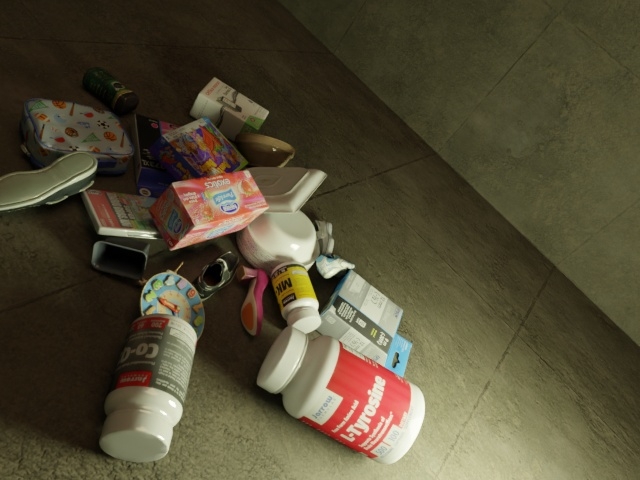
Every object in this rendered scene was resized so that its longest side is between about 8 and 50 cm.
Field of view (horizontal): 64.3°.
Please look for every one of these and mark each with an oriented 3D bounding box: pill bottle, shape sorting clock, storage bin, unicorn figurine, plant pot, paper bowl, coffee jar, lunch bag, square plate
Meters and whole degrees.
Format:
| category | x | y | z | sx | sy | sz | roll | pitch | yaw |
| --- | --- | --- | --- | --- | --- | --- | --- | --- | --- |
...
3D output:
| category | x | y | z | sx | sy | sz | roll | pitch | yaw |
| --- | --- | --- | --- | --- | --- | --- | --- | --- | --- |
| pill bottle | -0.075 | 0.178 | 1.580 | 0.119 | 0.119 | 0.208 | 9 | 43 | -36 |
| shape sorting clock | -0.379 | 0.180 | 1.322 | 0.206 | 0.040 | 0.206 | 32 | 47 | -42 |
| pill bottle | 0.050 | 0.398 | 1.348 | 0.408 | 0.229 | 0.229 | 31 | 35 | -10 |
| storage bin | -0.522 | 0.041 | 1.356 | 0.135 | 0.098 | 0.091 | 15 | 21 | -7 |
| unicorn figurine | -0.433 | 0.130 | 1.372 | 0.111 | 0.060 | 0.162 | 18 | 53 | -42 |
| plant pot | -0.226 | -0.327 | 1.982 | 0.237 | 0.237 | 0.109 | 16 | 84 | -30 |
| pill bottle | -0.373 | 0.315 | 1.115 | 0.161 | 0.161 | 0.283 | 24 | 37 | -21 |
| paper bowl | -0.130 | -0.015 | 1.728 | 0.284 | 0.148 | 0.284 | 25 | 36 | -20 |
| coffee jar | -0.743 | -0.530 | 1.812 | 0.184 | 0.079 | 0.096 | 39 | 32 | 1 |
| lunch bag | -0.735 | -0.302 | 1.534 | 0.303 | 0.115 | 0.243 | -6 | 56 | -47 |
| square plate | -0.189 | -0.189 | 1.779 | 0.347 | 0.049 | 0.344 | 3 | 29 | 19 |

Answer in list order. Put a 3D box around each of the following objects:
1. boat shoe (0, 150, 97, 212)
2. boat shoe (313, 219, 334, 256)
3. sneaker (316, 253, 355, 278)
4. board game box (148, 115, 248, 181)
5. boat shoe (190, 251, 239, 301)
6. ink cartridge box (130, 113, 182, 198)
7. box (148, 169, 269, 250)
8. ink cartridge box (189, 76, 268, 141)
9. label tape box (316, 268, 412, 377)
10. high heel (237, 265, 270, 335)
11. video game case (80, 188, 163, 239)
| category | x | y | z | sx | sy | sz | roll | pitch | yaw |
| --- | --- | --- | --- | --- | --- | --- | --- | --- | --- |
| boat shoe | -0.736 | -0.138 | 1.357 | 0.302 | 0.091 | 0.114 | -29 | 72 | -34 |
| boat shoe | 0.000 | 0.000 | 1.902 | 0.076 | 0.083 | 0.226 | 16 | 27 | -11 |
| sneaker | 0.057 | 0.086 | 1.788 | 0.086 | 0.085 | 0.237 | 63 | 18 | 14 |
| board game box | -0.405 | -0.287 | 1.756 | 0.233 | 0.078 | 0.347 | 47 | 24 | -10 |
| boat shoe | -0.301 | 0.093 | 1.510 | 0.084 | 0.079 | 0.233 | 39 | 32 | 0 |
| ink cartridge box | -0.538 | -0.274 | 1.727 | 0.176 | 0.069 | 0.371 | 10 | 46 | -35 |
| box | -0.323 | -0.094 | 1.498 | 0.300 | 0.154 | 0.142 | -21 | 79 | -52 |
| ink cartridge box | -0.375 | -0.530 | 2.114 | 0.273 | 0.115 | 0.198 | 30 | 35 | -12 |
| label tape box | 0.173 | 0.290 | 1.687 | 0.348 | 0.115 | 0.249 | 36 | 35 | 0 |
| high heel | -0.181 | 0.185 | 1.528 | 0.117 | 0.082 | 0.244 | 22 | 33 | -38 |
| video game case | -0.527 | -0.073 | 1.481 | 0.285 | 0.025 | 0.204 | 6 | 32 | -43 |
